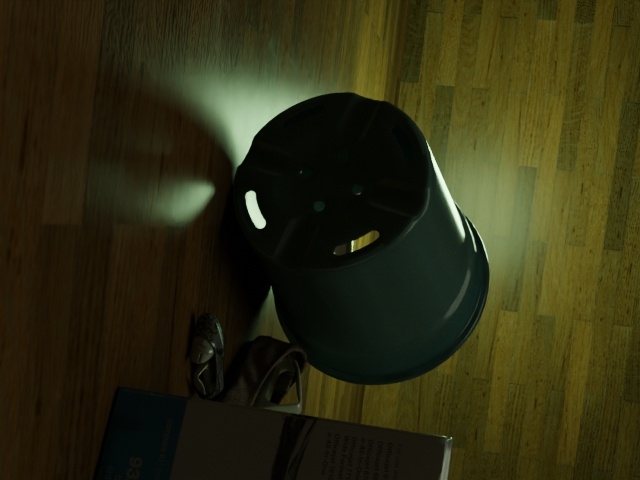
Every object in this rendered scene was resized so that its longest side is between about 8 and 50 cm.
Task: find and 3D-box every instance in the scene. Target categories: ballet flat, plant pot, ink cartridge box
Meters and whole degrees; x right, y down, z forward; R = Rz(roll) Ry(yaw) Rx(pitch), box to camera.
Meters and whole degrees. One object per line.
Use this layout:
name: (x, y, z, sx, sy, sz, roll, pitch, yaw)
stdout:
ballet flat: (-0.083, 0.229, 1.093, 0.316, 0.106, 0.108, -67, 161, -56)
ballet flat: (-0.133, 0.139, 0.957, 0.041, 0.041, 0.114, -66, 160, -58)
plant pot: (0.051, -0.008, 1.143, 0.334, 0.341, 0.341, 60, 37, -62)
ink cartridge box: (-0.033, 0.247, 0.809, 0.223, 0.307, 0.129, 72, 27, -66)

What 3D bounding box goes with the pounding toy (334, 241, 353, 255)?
pounding toy: (0.000, 0.000, 1.493, 0.141, 0.100, 0.130, -34, 131, -63)
